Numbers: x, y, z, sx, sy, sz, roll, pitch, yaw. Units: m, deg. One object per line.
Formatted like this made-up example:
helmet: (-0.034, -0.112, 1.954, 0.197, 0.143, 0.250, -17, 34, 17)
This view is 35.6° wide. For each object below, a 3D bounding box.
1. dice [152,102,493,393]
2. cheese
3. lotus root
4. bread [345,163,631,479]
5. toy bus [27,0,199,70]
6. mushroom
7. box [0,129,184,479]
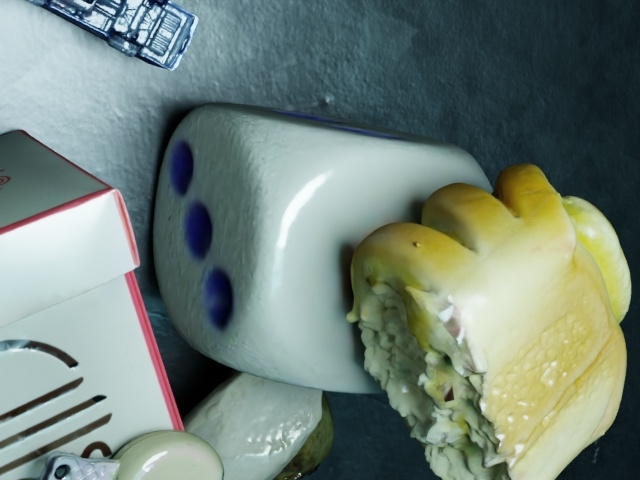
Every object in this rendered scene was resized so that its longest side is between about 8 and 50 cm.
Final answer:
dice: (0.000, 0.000, 1.126, 0.304, 0.304, 0.277, 2, 102, -31)
cheese: (-0.165, 0.217, 0.883, 0.171, 0.047, 0.092, -4, 106, -36)
lotus root: (-0.057, 0.212, 1.259, 0.138, 0.138, 0.214, -19, 108, -25)
bread: (0.161, 0.077, 0.948, 0.270, 0.211, 0.316, -40, 128, -25)
toy bus: (-0.247, -0.261, 1.034, 0.236, 0.094, 0.079, 26, 96, -31)
mushroom: (-0.136, 0.260, 1.158, 0.350, 0.128, 0.128, -37, 124, 18)
box: (-0.343, 0.101, 0.948, 0.314, 0.312, 0.300, -24, 117, -24)
